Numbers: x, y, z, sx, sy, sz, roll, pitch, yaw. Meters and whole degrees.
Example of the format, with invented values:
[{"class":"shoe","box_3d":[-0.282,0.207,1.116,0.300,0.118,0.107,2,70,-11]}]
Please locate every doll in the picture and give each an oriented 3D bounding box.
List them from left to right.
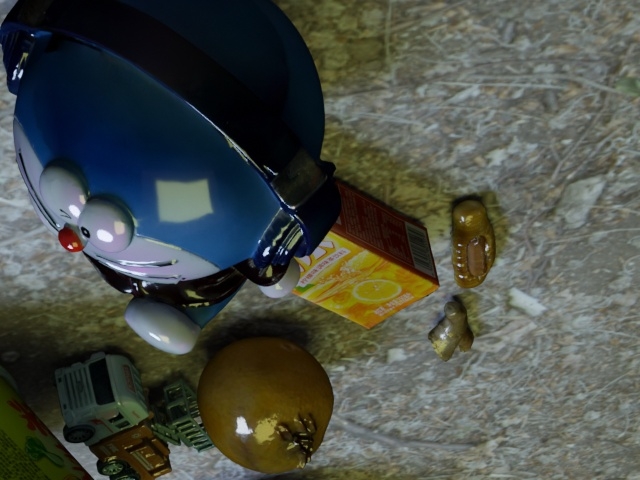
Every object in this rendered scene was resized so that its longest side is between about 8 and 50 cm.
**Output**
[{"class":"doll","box_3d":[-0.114,-0.070,1.322,0.240,0.284,0.310,-53,167,-15]}]

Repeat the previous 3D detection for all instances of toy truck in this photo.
[{"class":"toy truck","box_3d":[-0.192,0.178,1.794,0.115,0.080,0.177,-22,146,8]}]

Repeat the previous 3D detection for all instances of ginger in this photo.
[{"class":"ginger","box_3d":[0.131,0.094,1.807,0.048,0.030,0.097,-38,150,-9]}]

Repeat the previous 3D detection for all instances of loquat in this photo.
[{"class":"loquat","box_3d":[-0.056,0.164,1.763,0.141,0.141,0.141,-8,146,-5]}]

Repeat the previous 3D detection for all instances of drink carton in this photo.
[{"class":"drink carton","box_3d":[0.000,0.000,1.592,0.096,0.071,0.223,-32,141,30]}]

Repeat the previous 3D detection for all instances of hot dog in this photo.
[{"class":"hot dog","box_3d":[0.147,0.005,1.682,0.044,0.028,0.137,-15,145,-6]}]

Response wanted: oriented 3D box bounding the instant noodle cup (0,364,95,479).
[{"class":"instant noodle cup","box_3d":[-0.324,0.300,1.664,0.311,0.221,0.311,-43,156,-25]}]
